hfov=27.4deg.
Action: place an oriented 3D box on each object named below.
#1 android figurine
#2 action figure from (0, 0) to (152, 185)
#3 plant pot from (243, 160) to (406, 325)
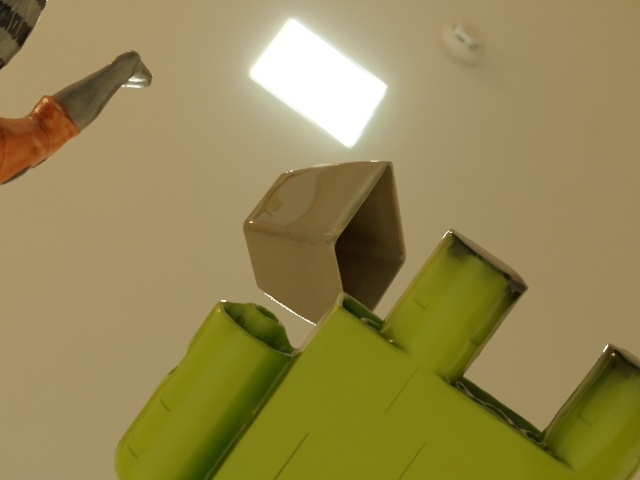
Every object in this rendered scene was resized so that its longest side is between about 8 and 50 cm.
[{"bbox_3d":[0.027,0.139,0.565,0.248,0.273,0.056,33,-171,-1],"label":"android figurine"},{"bbox_3d":[-0.296,-0.089,0.793,0.341,0.178,0.330,43,-125,-18],"label":"action figure"},{"bbox_3d":[0.000,0.000,1.072,0.096,0.109,0.109,12,-135,26],"label":"plant pot"}]
